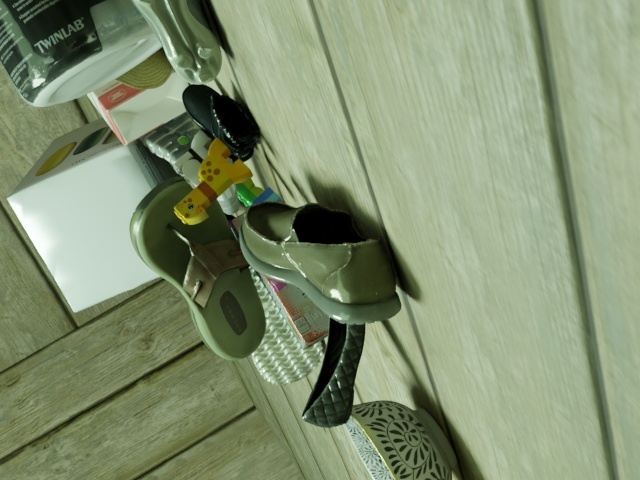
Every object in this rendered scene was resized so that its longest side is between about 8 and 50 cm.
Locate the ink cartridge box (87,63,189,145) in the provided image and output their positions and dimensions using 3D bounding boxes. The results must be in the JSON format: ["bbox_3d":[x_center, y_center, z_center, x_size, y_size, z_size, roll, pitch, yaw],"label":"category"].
[{"bbox_3d":[-0.263,-0.224,1.784,0.198,0.115,0.067,48,165,48],"label":"ink cartridge box"}]

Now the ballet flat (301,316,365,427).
[{"bbox_3d":[0.016,0.115,1.388,0.057,0.049,0.173,-164,81,-70],"label":"ballet flat"}]

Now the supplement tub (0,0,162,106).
[{"bbox_3d":[-0.330,-0.342,1.508,0.338,0.207,0.207,60,170,-1],"label":"supplement tub"}]

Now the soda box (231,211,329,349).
[{"bbox_3d":[-0.042,0.044,1.637,0.183,0.058,0.063,59,170,10],"label":"soda box"}]

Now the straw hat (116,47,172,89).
[{"bbox_3d":[-0.231,-0.263,1.655,0.061,0.144,0.144,-47,68,36],"label":"straw hat"}]

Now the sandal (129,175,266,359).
[{"bbox_3d":[-0.127,0.037,1.605,0.086,0.120,0.302,24,154,44],"label":"sandal"}]

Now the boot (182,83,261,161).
[{"bbox_3d":[-0.115,-0.143,1.492,0.121,0.045,0.099,51,171,7],"label":"boot"}]

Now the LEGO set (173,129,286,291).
[{"bbox_3d":[-0.102,-0.033,1.461,0.227,0.093,0.087,44,172,22],"label":"LEGO set"}]

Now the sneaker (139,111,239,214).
[{"bbox_3d":[-0.181,-0.108,1.814,0.228,0.086,0.132,50,168,40],"label":"sneaker"}]

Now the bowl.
[{"bbox_3d":[0.097,0.235,1.439,0.170,0.080,0.170,56,169,16],"label":"bowl"}]

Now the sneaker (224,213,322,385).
[{"bbox_3d":[-0.088,0.071,1.863,0.146,0.102,0.293,-113,-4,-55],"label":"sneaker"}]

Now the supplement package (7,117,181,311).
[{"bbox_3d":[-0.297,-0.063,1.932,0.262,0.199,0.198,-81,-34,-67],"label":"supplement package"}]

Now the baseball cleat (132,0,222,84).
[{"bbox_3d":[-0.162,-0.254,1.334,0.109,0.072,0.206,-122,11,-48],"label":"baseball cleat"}]

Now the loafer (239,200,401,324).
[{"bbox_3d":[0.000,0.000,1.270,0.251,0.094,0.087,30,125,53],"label":"loafer"}]
